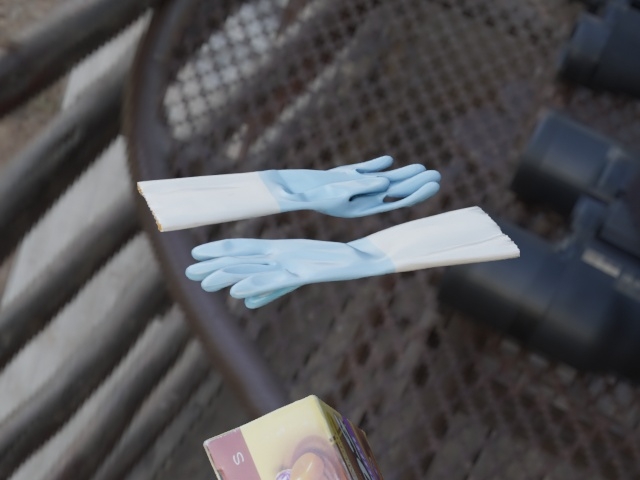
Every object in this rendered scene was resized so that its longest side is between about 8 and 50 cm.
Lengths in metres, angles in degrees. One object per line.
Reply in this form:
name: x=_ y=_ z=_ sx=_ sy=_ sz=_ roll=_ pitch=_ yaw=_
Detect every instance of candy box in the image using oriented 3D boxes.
candy box: x=0.009 y=0.133 z=0.789 sx=0.053 sy=0.186 sz=0.109 roll=-24 pitch=78 yaw=4

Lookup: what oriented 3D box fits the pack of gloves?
pack of gloves: x=0.000 y=0.000 z=1.333 sx=0.232 sy=0.046 sz=0.195 roll=-7 pitch=25 yaw=-16
